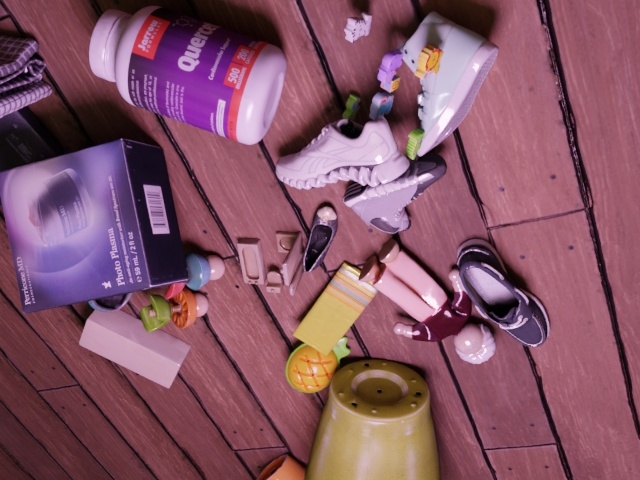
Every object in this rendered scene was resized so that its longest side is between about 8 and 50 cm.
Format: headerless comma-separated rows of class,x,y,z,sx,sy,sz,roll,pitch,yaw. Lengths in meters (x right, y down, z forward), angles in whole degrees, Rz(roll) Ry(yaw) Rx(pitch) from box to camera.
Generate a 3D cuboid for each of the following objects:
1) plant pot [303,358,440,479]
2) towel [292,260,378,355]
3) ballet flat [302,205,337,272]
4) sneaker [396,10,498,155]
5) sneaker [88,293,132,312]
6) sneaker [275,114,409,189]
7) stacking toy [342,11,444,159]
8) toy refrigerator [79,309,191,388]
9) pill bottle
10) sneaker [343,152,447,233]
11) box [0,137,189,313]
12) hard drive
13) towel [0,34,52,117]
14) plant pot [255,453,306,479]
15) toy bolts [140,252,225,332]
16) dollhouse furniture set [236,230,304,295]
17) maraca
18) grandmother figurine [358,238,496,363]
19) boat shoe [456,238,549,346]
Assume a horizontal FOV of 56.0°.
plant pot,0.132,0.497,1.467,0.366,0.366,0.353,6,114,12
towel,0.036,0.161,1.402,0.102,0.021,0.237,33,114,-4
ballet flat,0.000,0.000,1.310,0.057,0.049,0.173,17,127,2
sneaker,0.191,-0.273,1.052,0.151,0.094,0.256,42,143,15
sneaker,-0.532,0.058,1.415,0.178,0.123,0.296,22,140,42
sneaker,0.025,-0.166,1.123,0.292,0.110,0.118,-1,123,40
stacking toy,0.110,-0.261,1.032,0.167,0.052,0.221,37,143,26
toy refrigerator,-0.497,0.280,1.627,0.269,0.094,0.102,27,120,-4
pill bottle,-0.235,-0.303,1.081,0.322,0.182,0.182,19,127,2
sneaker,0.168,-0.083,1.192,0.228,0.086,0.132,-16,124,37
box,-0.467,-0.025,1.246,0.293,0.182,0.297,-12,89,13
hard drive,-0.704,-0.194,1.373,0.254,0.054,0.172,-25,114,29
towel,-0.711,-0.332,1.169,0.283,0.235,0.122,13,121,7
plant pot,-0.088,0.749,1.788,0.205,0.205,0.188,-39,91,34
toy bolts,-0.336,0.085,1.447,0.228,0.158,0.218,-43,65,45
dollhouse furniture set,-0.123,0.068,1.347,0.151,0.123,0.144,4,125,14
maraca,-0.008,0.299,1.498,0.127,0.099,0.186,35,100,-12
grandmother figurine,0.243,0.151,1.316,0.342,0.104,0.208,38,128,-10
boat shoe,0.381,0.134,1.267,0.114,0.091,0.302,-35,109,33
